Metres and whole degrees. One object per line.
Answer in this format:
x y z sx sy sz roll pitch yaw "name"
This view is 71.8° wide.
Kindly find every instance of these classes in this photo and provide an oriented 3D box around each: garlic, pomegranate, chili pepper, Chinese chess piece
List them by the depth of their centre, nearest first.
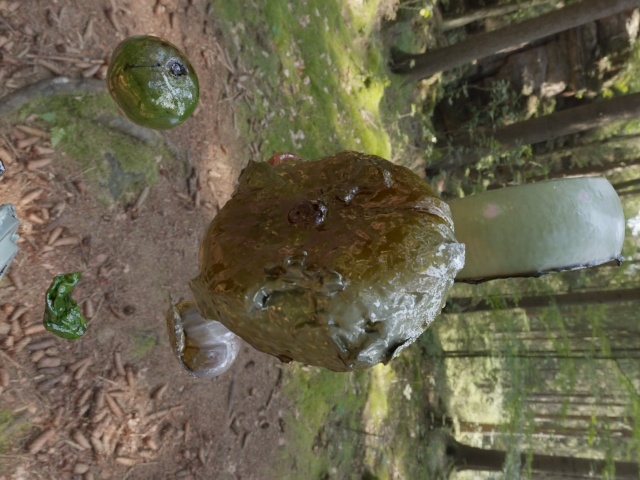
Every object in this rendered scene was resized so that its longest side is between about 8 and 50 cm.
-0.235 0.062 0.406 0.034 0.091 0.030 -3 46 -25 "chili pepper"
0.342 -0.009 0.801 0.349 0.348 0.147 -2 82 -63 "Chinese chess piece"
-0.344 -0.298 0.898 0.179 0.210 0.180 20 48 -23 "pomegranate"
-0.262 0.170 1.004 0.257 0.207 0.207 -61 147 0 "garlic"

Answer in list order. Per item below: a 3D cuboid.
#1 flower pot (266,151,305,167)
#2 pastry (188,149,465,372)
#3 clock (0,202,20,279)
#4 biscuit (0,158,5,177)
-0.100 -0.133 1.168 0.190 0.173 0.191 20 40 -18 "flower pot"
0.006 -0.001 0.421 0.236 0.256 0.121 -55 144 -39 "pastry"
-0.503 0.054 0.649 0.053 0.236 0.237 34 49 -28 "clock"
-0.373 -0.150 0.391 0.070 0.106 0.252 -29 110 -46 "biscuit"
